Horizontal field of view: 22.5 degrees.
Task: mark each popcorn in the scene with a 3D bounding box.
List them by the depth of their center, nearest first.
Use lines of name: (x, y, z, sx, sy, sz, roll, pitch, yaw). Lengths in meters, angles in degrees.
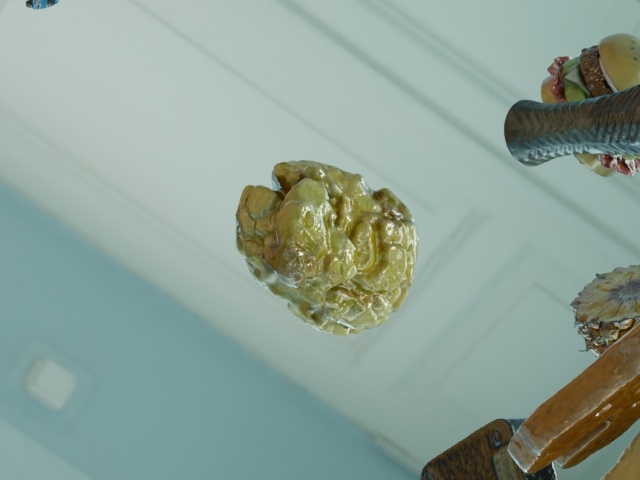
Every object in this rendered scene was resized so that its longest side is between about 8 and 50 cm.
popcorn: (0.000, 0.000, 2.220, 0.225, 0.265, 0.332, -50, 160, 7)

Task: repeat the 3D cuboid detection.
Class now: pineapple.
pineapple: (0.422, 0.124, 2.091, 0.176, 0.136, 0.161, -4, -154, 34)

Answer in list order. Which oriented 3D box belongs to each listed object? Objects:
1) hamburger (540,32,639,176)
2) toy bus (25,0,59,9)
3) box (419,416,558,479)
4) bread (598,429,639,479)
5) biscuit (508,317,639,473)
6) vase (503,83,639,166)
hamburger: (0.357, -0.172, 1.921, 0.137, 0.175, 0.175, -38, -165, 29)
toy bus: (-0.346, -0.320, 1.977, 0.083, 0.046, 0.038, -117, -159, -47)
box: (0.223, 0.399, 1.890, 0.211, 0.058, 0.350, -43, -126, 49)
bread: (0.396, 0.404, 1.550, 0.390, 0.371, 0.279, -50, -161, -1)
biscuit: (0.302, 0.087, 1.387, 0.334, 0.047, 0.202, -43, 158, 21)
vase: (0.305, -0.122, 1.718, 0.237, 0.115, 0.115, -3, -132, 51)
